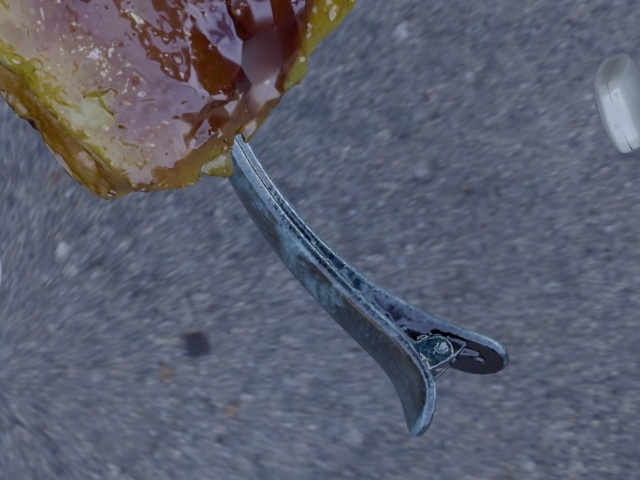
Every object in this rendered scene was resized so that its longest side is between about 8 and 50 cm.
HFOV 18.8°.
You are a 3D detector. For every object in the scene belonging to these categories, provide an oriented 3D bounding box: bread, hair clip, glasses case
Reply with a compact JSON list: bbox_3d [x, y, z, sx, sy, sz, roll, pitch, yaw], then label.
[{"bbox_3d":[-0.024,-0.139,0.775,0.139,0.077,0.271,48,66,-13],"label":"bread"},{"bbox_3d":[0.000,0.000,1.027,0.070,0.039,0.229,-36,78,-30],"label":"hair clip"},{"bbox_3d":[0.134,-0.062,0.854,0.021,0.083,0.032,-18,102,16],"label":"glasses case"}]
